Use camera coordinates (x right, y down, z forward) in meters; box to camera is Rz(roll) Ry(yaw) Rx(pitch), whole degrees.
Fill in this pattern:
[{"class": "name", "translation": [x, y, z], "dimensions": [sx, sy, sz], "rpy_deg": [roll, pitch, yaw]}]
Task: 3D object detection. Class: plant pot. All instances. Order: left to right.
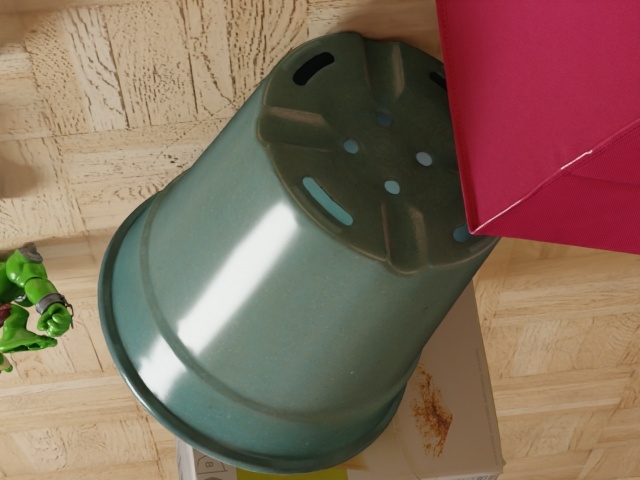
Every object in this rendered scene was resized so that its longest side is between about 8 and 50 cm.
[{"class": "plant pot", "translation": [0.000, 0.000, 1.726], "dimensions": [0.341, 0.341, 0.334], "rpy_deg": [3, 149, -25]}]

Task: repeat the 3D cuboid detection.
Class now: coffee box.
[{"class": "coffee box", "translation": [0.000, 0.164, 2.086], "dimensions": [0.334, 0.338, 0.338], "rpy_deg": [-5, 158, -7]}]

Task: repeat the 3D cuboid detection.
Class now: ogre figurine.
[{"class": "ogre figurine", "translation": [-0.358, 0.078, 2.057], "dimensions": [0.096, 0.118, 0.197], "rpy_deg": [1, 159, -31]}]

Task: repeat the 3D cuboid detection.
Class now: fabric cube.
[{"class": "fabric cube", "translation": [0.280, -0.149, 1.497], "dimensions": [0.258, 0.254, 0.259], "rpy_deg": [8, 155, -30]}]
